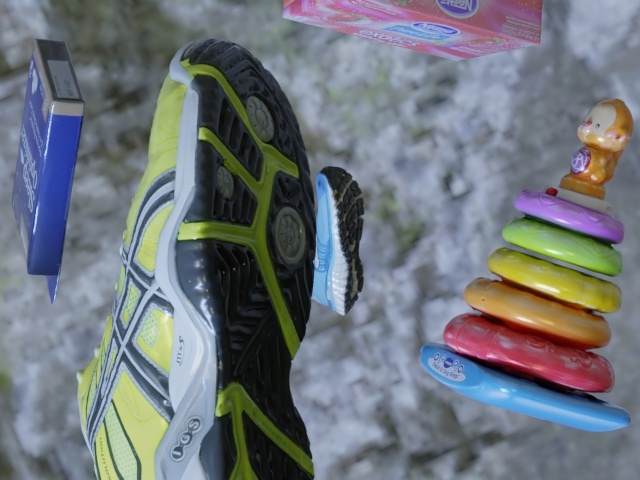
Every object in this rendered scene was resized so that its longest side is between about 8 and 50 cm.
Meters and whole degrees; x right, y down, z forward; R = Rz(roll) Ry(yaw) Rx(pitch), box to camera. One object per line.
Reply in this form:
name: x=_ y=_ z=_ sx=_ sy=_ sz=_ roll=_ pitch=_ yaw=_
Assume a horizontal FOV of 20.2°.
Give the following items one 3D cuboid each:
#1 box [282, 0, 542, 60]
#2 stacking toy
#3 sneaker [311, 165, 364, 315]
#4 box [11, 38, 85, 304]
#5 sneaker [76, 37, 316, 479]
box: x=0.117 y=-0.320 z=2.181 sx=0.300 sy=0.142 sz=0.154 roll=9 pitch=171 yaw=-40
stacking toy: x=0.223 y=0.012 z=1.657 sx=0.166 sy=0.301 sz=0.175 roll=17 pitch=-177 yaw=-26
sneaker: x=0.000 y=0.000 z=1.797 sx=0.073 sy=0.162 sz=0.063 roll=12 pitch=-148 yaw=20
box: x=-0.266 y=-0.064 z=1.736 sx=0.036 sy=0.225 sz=0.136 roll=1 pitch=-150 yaw=-18
sneaker: x=-0.094 y=0.057 z=1.162 sx=0.147 sy=0.384 sz=0.145 roll=-4 pitch=169 yaw=32
